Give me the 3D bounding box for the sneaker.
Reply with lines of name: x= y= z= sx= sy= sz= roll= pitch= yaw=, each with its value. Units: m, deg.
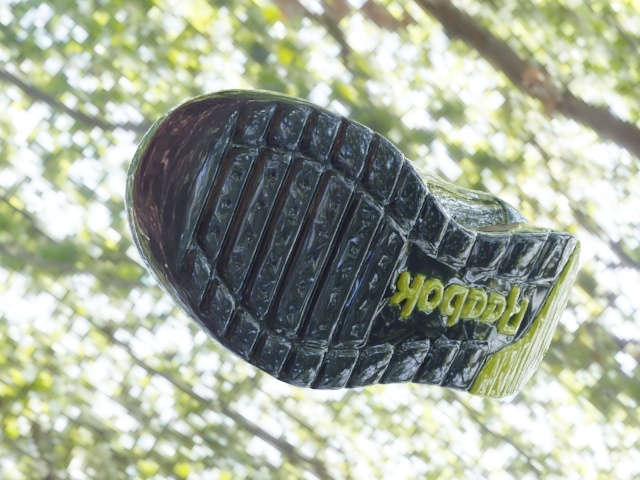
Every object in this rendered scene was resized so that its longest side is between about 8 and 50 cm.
sneaker: x=0.000 y=0.000 z=0.387 sx=0.059 sy=0.144 sz=0.053 roll=29 pitch=-87 yaw=35
